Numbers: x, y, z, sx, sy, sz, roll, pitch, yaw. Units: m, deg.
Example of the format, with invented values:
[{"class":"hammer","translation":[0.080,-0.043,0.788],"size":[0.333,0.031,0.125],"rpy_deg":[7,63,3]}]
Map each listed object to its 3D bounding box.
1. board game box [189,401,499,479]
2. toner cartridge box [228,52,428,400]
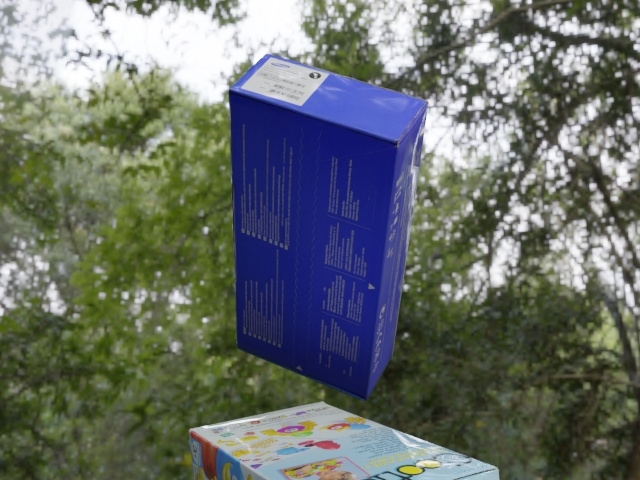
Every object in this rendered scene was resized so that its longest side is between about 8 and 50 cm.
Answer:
[{"class":"board game box","translation":[0.010,0.234,0.740],"size":[0.144,0.142,0.275],"rpy_deg":[-7,4,-26]},{"class":"toner cartridge box","translation":[0.000,0.000,0.908],"size":[0.165,0.075,0.348],"rpy_deg":[21,-44,18]}]
